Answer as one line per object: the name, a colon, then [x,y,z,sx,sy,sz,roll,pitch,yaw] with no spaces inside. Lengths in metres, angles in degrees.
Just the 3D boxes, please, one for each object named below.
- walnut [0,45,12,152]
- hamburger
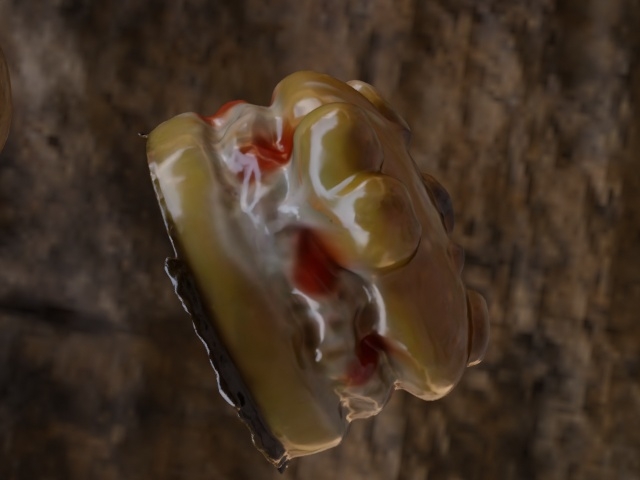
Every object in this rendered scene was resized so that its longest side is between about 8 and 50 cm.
walnut: [-0.317,-0.084,1.274,0.193,0.193,0.226,85,-151,-71]
hamburger: [0.000,0.000,1.269,0.303,0.186,0.261,53,-167,-64]
